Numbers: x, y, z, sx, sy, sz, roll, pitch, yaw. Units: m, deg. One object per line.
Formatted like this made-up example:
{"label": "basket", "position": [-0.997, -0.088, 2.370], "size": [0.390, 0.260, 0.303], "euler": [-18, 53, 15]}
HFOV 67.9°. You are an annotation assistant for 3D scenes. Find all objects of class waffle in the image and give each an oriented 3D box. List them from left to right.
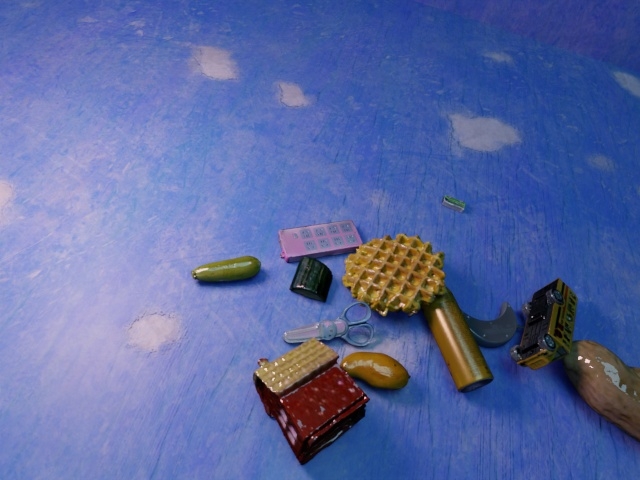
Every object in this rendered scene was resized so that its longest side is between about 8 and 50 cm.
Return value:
{"label": "waffle", "position": [0.216, 0.094, 1.416], "size": [0.328, 0.062, 0.329], "euler": [-6, 47, 6]}

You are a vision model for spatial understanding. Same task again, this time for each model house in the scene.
{"label": "model house", "position": [-0.033, 0.362, 1.152], "size": [0.195, 0.160, 0.254], "euler": [-26, 62, -28]}

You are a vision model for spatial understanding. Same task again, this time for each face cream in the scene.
{"label": "face cream", "position": [0.371, 0.251, 1.368], "size": [0.104, 0.105, 0.349], "euler": [-7, 56, -18]}

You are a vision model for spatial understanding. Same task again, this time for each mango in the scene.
{"label": "mango", "position": [0.146, 0.344, 1.265], "size": [0.190, 0.075, 0.098], "euler": [12, 43, 4]}

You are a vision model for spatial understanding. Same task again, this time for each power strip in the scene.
{"label": "power strip", "position": [0.000, 0.000, 1.511], "size": [0.278, 0.038, 0.109], "euler": [-9, 57, -20]}
{"label": "power strip", "position": [0.523, 0.255, 1.441], "size": [0.215, 0.044, 0.137], "euler": [-3, 55, -16]}

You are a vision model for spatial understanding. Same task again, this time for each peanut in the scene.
{"label": "peanut", "position": [0.849, 0.419, 1.313], "size": [0.387, 0.170, 0.192], "euler": [37, 62, 16]}

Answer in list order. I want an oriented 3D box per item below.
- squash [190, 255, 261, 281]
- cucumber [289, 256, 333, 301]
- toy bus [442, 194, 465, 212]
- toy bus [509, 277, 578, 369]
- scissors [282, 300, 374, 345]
{"label": "squash", "position": [-0.268, 0.084, 1.363], "size": [0.200, 0.066, 0.066], "euler": [-7, 55, -18]}
{"label": "cucumber", "position": [-0.023, 0.113, 1.407], "size": [0.116, 0.062, 0.115], "euler": [18, 55, 2]}
{"label": "toy bus", "position": [0.487, -0.135, 1.739], "size": [0.083, 0.031, 0.037], "euler": [23, 61, 4]}
{"label": "toy bus", "position": [0.669, 0.253, 1.400], "size": [0.123, 0.121, 0.335], "euler": [42, 44, -1]}
{"label": "scissors", "position": [0.022, 0.246, 1.314], "size": [0.255, 0.030, 0.125], "euler": [-9, 94, -9]}
